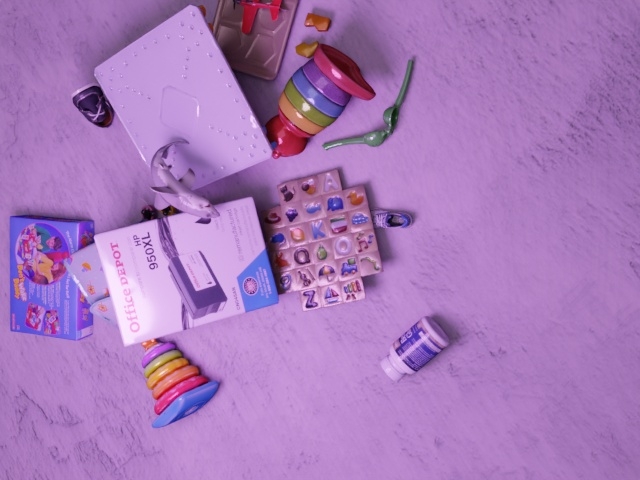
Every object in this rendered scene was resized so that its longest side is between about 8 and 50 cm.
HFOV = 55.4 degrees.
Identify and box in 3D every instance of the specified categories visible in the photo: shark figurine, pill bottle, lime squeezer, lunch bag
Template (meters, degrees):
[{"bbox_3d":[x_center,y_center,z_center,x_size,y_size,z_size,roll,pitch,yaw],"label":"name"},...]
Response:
[{"bbox_3d":[-0.377,-0.138,1.483,0.116,0.166,0.278,-55,53,32],"label":"shark figurine"},{"bbox_3d":[0.236,0.279,1.548,0.169,0.094,0.094,-45,84,14],"label":"pill bottle"},{"bbox_3d":[0.149,-0.306,1.536,0.310,0.059,0.110,-44,55,16],"label":"lime squeezer"},{"bbox_3d":[-0.541,0.108,1.697,0.223,0.160,0.262,-21,101,17],"label":"lunch bag"}]

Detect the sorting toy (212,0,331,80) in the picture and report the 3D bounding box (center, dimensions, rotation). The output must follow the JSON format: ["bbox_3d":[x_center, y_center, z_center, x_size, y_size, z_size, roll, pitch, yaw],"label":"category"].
[{"bbox_3d":[-0.137,-0.536,1.586,0.307,0.041,0.229,19,96,11],"label":"sorting toy"}]

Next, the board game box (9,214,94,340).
[{"bbox_3d":[-0.793,0.107,1.802,0.233,0.078,0.347,6,98,14],"label":"board game box"}]

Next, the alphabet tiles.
[{"bbox_3d":[0.000,0.000,1.571,0.285,0.011,0.342,-14,82,14],"label":"alphabet tiles"}]

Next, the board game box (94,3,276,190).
[{"bbox_3d":[-0.344,-0.334,1.548,0.390,0.050,0.390,-17,109,33],"label":"board game box"}]

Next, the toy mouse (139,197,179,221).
[{"bbox_3d":[-0.454,-0.054,1.718,0.161,0.031,0.143,30,115,15],"label":"toy mouse"}]

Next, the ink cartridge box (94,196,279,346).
[{"bbox_3d":[-0.337,0.073,1.550,0.395,0.166,0.285,-15,93,-14],"label":"ink cartridge box"}]

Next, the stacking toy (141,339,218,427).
[{"bbox_3d":[-0.443,0.354,1.716,0.175,0.166,0.302,-46,72,28],"label":"stacking toy"}]

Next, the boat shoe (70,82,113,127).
[{"bbox_3d":[-0.602,-0.359,1.629,0.084,0.233,0.079,-35,93,-10],"label":"boat shoe"}]

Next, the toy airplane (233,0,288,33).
[{"bbox_3d":[-0.155,-0.597,1.551,0.151,0.028,0.151,0,91,13],"label":"toy airplane"}]

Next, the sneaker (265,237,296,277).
[{"bbox_3d":[-0.072,0.044,1.620,0.166,0.065,0.076,44,101,4],"label":"sneaker"}]

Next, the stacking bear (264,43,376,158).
[{"bbox_3d":[-0.032,-0.327,1.519,0.289,0.164,0.175,-46,47,26],"label":"stacking bear"}]

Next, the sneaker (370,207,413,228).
[{"bbox_3d":[0.164,-0.055,1.548,0.135,0.058,0.052,1,96,15],"label":"sneaker"}]
